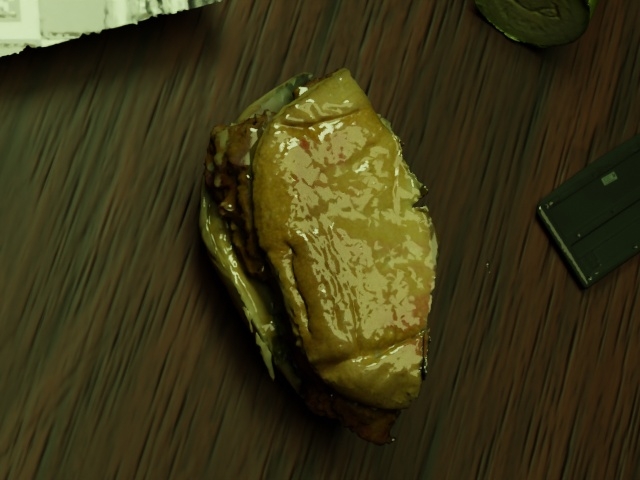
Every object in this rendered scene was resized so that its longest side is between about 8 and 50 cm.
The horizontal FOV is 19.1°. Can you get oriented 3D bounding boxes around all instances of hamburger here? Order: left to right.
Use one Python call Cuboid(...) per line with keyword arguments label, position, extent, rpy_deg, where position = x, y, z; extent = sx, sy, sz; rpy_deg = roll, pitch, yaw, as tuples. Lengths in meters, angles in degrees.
Cuboid(label="hamburger", position=(0.000, 0.000, 1.596), extent=(0.245, 0.155, 0.282), rpy_deg=(26, 71, -11))

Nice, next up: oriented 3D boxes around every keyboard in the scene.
Cuboid(label="keyboard", position=(0.287, -0.032, 1.795), extent=(0.381, 0.041, 0.103), rpy_deg=(-31, 88, -33))

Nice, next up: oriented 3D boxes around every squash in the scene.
Cuboid(label="squash", position=(0.226, -0.289, 1.794), extent=(0.123, 0.123, 0.187), rpy_deg=(29, 65, -13))

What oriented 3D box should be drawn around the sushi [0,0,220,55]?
Cuboid(label="sushi", position=(-0.265, -0.302, 1.623), extent=(0.339, 0.069, 0.320), rpy_deg=(-19, 81, -21))
